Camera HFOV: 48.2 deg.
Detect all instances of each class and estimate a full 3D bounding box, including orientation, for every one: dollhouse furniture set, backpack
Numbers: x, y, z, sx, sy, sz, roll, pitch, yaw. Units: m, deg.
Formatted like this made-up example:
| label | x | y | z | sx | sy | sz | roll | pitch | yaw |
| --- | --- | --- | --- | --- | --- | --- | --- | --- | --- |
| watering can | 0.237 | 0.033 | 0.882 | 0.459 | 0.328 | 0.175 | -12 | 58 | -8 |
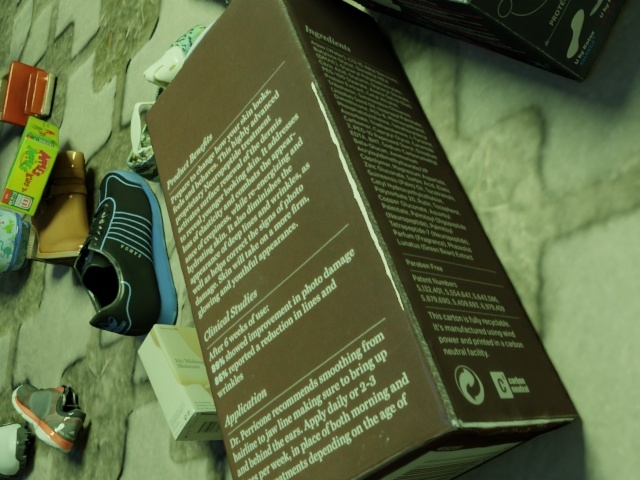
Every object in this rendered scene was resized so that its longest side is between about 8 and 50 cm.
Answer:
| label | x | y | z | sx | sy | sz | roll | pitch | yaw |
| --- | --- | --- | --- | --- | --- | --- | --- | --- | --- |
| dollhouse furniture set | -0.560 | -0.254 | 1.096 | 0.135 | 0.259 | 0.262 | 2 | 83 | 50 |
| backpack | -0.489 | 0.002 | 1.090 | 0.114 | 0.084 | 0.105 | -1 | 81 | 51 |

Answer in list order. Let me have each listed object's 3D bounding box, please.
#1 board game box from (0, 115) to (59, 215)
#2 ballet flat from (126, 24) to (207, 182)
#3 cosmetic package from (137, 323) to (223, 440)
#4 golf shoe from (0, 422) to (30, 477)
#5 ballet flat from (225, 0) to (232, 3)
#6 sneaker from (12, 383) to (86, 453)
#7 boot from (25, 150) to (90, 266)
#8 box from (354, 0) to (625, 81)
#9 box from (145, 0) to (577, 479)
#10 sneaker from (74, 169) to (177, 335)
| label | x | y | z | sx | sy | sz | roll | pitch | yaw |
| --- | --- | --- | --- | --- | --- | --- | --- | --- | --- |
| board game box | -0.388 | -0.105 | 0.963 | 0.092 | 0.043 | 0.181 | -66 | 25 | 9 |
| ballet flat | -0.175 | -0.159 | 0.810 | 0.070 | 0.070 | 0.189 | 17 | 93 | 47 |
| cosmetic package | -0.128 | 0.137 | 0.697 | 0.041 | 0.060 | 0.115 | -55 | 49 | 21 |
| golf shoe | -0.481 | 0.296 | 1.011 | 0.198 | 0.093 | 0.077 | -16 | 68 | 42 |
| ballet flat | -0.129 | -0.317 | 0.788 | 0.241 | 0.077 | 0.091 | 32 | 105 | 46 |
| sneaker | -0.341 | 0.214 | 0.921 | 0.157 | 0.061 | 0.065 | 22 | 70 | 46 |
| boot | -0.329 | -0.043 | 0.944 | 0.197 | 0.072 | 0.153 | 4 | 80 | 44 |
| box | 0.088 | -0.237 | 0.492 | 0.247 | 0.142 | 0.164 | 37 | 109 | 44 |
| box | 0.000 | 0.000 | 0.538 | 0.191 | 0.143 | 0.382 | -41 | 56 | 33 |
| sneaker | -0.233 | 0.004 | 0.815 | 0.081 | 0.090 | 0.232 | -46 | 52 | 30 |
